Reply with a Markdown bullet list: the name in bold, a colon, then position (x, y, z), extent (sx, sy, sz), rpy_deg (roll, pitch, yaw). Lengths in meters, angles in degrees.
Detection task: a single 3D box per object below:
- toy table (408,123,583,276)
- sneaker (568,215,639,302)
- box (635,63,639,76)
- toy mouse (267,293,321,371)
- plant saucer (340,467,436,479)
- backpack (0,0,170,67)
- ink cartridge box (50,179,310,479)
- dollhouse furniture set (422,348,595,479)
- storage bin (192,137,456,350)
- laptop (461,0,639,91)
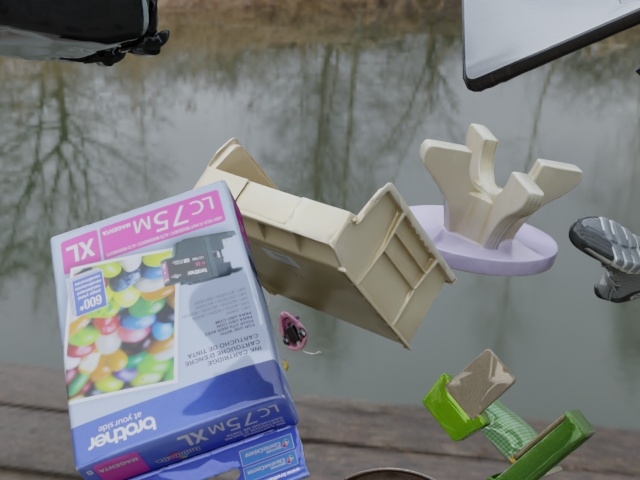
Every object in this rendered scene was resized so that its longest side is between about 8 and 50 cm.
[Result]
- **toy table**: position (0.249, -0.057, 1.457), extent (0.274, 0.161, 0.252), rpy_deg (1, 29, -26)
- **sneaker**: position (0.449, 0.045, 1.499), extent (0.229, 0.132, 0.086), rpy_deg (17, 49, -23)
- **box**: position (0.405, -0.226, 0.916), extent (0.058, 0.232, 0.087), rpy_deg (46, 54, 5)
- **toy mouse**: position (-0.070, 0.140, 1.503), extent (0.161, 0.143, 0.031), rpy_deg (-4, 3, 29)
- **plant saucer**: position (0.071, 0.291, 0.949), extent (0.168, 0.168, 0.029), rpy_deg (3, 17, 7)
- **backpack**: position (-0.190, -0.245, 0.588), extent (0.191, 0.253, 0.225), rpy_deg (4, 4, -25)
- **ink cartridge box**: position (-0.135, 0.096, 0.873), extent (0.186, 0.065, 0.311), rpy_deg (-19, 53, 0)
- **dollhouse furniture set**: position (0.307, 0.262, 1.488), extent (0.197, 0.151, 0.301), rpy_deg (50, 12, 22)
- **storage bin**: position (0.000, 0.000, 1.265), extent (0.262, 0.260, 0.123), rpy_deg (20, 70, 37)
- **laptop**: position (0.221, -0.376, 0.674), extent (0.382, 0.236, 0.408), rpy_deg (-21, 40, 27)
